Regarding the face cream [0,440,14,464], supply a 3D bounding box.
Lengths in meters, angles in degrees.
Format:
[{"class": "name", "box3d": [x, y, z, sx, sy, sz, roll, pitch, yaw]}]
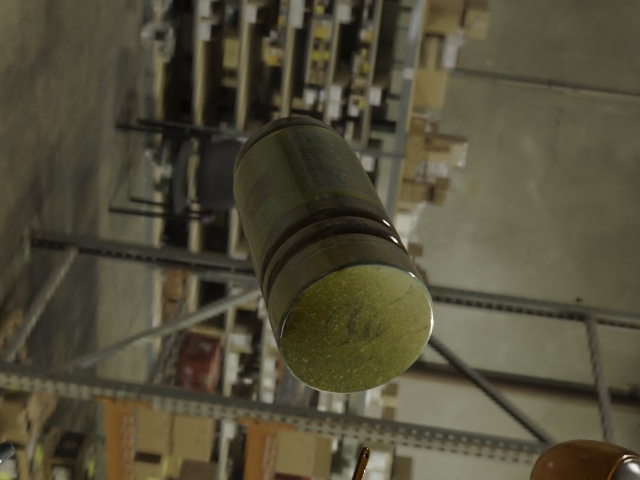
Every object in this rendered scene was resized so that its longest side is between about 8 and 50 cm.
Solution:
[{"class": "face cream", "box3d": [-0.599, 0.378, 1.569, 0.092, 0.311, 0.092, 49, -25, 34]}]

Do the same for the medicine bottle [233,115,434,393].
[{"class": "medicine bottle", "box3d": [0.000, 0.000, 1.115, 0.322, 0.151, 0.151, -112, -157, -55]}]

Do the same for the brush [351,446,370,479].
[{"class": "brush", "box3d": [0.042, 0.380, 1.562, 0.014, 0.043, 0.170, -12, -132, 46]}]

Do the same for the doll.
[{"class": "doll", "box3d": [0.434, 0.443, 1.730, 0.213, 0.213, 0.236, 81, 24, -78]}]
